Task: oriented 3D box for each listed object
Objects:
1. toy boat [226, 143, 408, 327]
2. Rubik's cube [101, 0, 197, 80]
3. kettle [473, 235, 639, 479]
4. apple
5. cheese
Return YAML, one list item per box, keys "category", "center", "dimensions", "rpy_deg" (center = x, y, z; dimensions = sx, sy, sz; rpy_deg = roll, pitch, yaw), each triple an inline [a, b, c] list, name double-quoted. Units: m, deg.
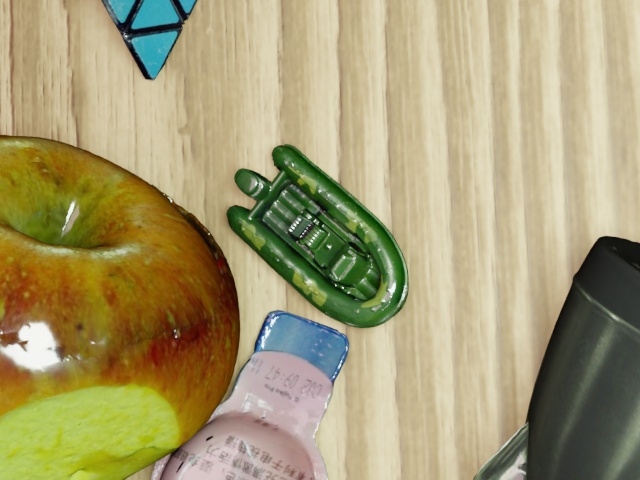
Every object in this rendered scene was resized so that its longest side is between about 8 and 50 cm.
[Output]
- category: "toy boat"
  center: [0.000, 0.000, 1.210]
  dimensions: [0.210, 0.052, 0.104]
  rpy_deg: [43, 99, 22]
- category: "Rubik's cube"
  center: [-0.197, -0.255, 1.329]
  dimensions: [0.190, 0.211, 0.178]
  rpy_deg: [16, 115, 55]
- category: "kettle"
  center: [0.265, 0.164, 1.025]
  dimensions: [0.207, 0.251, 0.271]
  rpy_deg: [42, 111, 52]
- category: "apple"
  center: [-0.275, 0.100, 1.184]
  dimensions: [0.384, 0.374, 0.374]
  rpy_deg: [21, 94, -9]
- category: "cheese"
  center: [-0.063, 0.205, 1.206]
  dimensions: [0.189, 0.074, 0.286]
  rpy_deg: [18, 79, 22]
